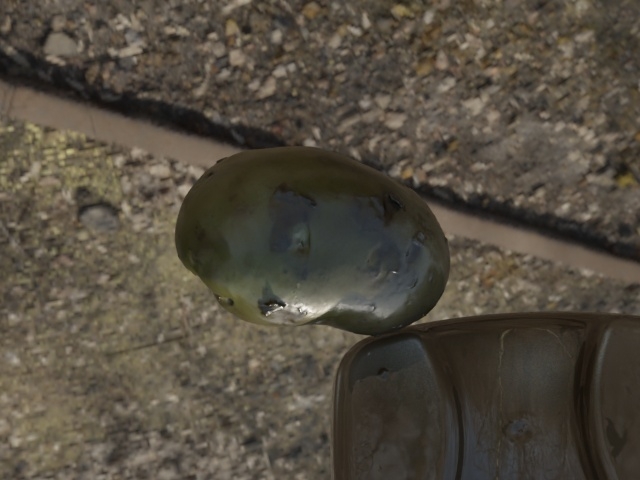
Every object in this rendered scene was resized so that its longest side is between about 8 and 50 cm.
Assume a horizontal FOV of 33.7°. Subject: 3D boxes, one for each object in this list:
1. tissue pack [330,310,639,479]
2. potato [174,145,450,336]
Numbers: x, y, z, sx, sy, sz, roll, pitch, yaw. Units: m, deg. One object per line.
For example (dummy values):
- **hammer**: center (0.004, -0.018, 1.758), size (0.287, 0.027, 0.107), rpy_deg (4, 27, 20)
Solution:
- **tissue pack**: center (0.207, 0.218, 1.106), size (0.387, 0.267, 0.277), rpy_deg (-5, 163, 6)
- **potato**: center (0.000, 0.000, 0.953), size (0.262, 0.165, 0.165), rpy_deg (8, 133, -27)
